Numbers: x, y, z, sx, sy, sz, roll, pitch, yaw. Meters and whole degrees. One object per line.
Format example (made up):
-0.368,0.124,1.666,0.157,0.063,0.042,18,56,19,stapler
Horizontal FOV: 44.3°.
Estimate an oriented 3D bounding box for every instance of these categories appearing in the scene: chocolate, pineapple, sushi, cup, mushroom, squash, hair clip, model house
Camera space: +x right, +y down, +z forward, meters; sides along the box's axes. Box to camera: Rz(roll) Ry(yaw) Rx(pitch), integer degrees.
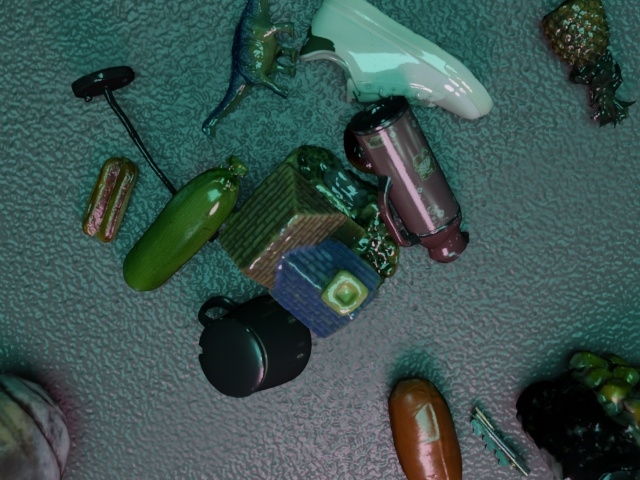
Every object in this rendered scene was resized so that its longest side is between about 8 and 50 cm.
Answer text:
-0.589,0.347,1.422,0.303,0.303,0.213,22,73,-4,chocolate
0.498,-0.324,1.429,0.125,0.125,0.251,-29,103,2,pineapple
0.562,0.371,1.416,0.285,0.329,0.328,-41,92,9,sushi
-0.139,0.182,1.437,0.223,0.176,0.169,33,117,22,cup
0.101,-0.185,1.461,0.123,0.052,0.123,-1,97,-5,mushroom
-0.244,-0.019,1.379,0.101,0.101,0.378,44,125,-6,squash
0.346,0.401,1.550,0.049,0.049,0.173,-40,92,4,hair clip
0.000,0.000,1.378,0.321,0.266,0.261,42,99,-6,model house

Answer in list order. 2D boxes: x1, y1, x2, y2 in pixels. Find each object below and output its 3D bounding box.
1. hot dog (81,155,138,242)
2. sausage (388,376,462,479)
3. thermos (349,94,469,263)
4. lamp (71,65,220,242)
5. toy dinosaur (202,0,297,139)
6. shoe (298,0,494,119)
-0.392,-0.079,1.465,0.071,0.045,0.165,22,96,-2,hot dog
0.201,0.384,1.502,0.133,0.133,0.258,-13,98,0,sausage
0.171,-0.085,1.406,0.109,0.136,0.330,-15,121,30,thermos
-0.285,-0.165,1.425,0.108,0.130,0.371,-42,95,-5,lamp
-0.112,-0.348,1.421,0.147,0.076,0.363,14,101,3,toy dinosaur
0.128,-0.293,1.409,0.363,0.132,0.160,34,95,-1,shoe
